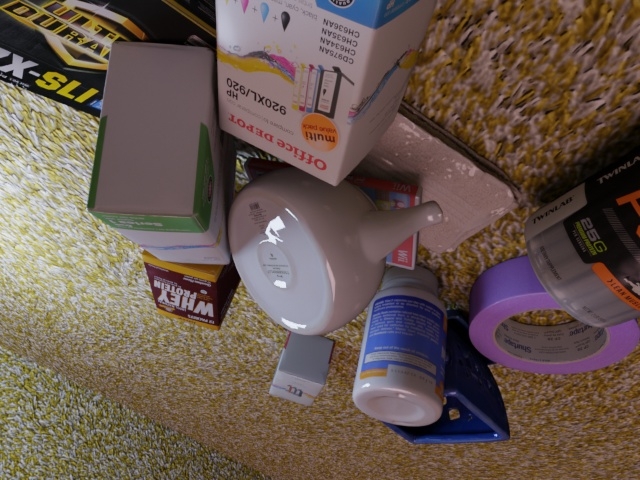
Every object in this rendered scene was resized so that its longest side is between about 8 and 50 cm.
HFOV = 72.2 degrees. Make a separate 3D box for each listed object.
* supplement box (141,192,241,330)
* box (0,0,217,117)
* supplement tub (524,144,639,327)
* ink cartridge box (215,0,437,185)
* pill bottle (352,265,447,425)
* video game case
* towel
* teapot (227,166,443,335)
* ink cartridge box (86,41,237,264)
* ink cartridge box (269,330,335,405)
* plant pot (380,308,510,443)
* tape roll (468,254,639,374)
[{"bbox_3d":[-0.221,0.031,0.836,0.129,0.191,0.194,16,140,2],"label":"supplement box"},{"bbox_3d":[-0.269,-0.249,0.504,0.257,0.079,0.322,-12,165,31],"label":"box"},{"bbox_3d":[0.437,-0.032,0.535,0.194,0.193,0.316,30,138,-14],"label":"supplement tub"},{"bbox_3d":[0.005,-0.216,0.467,0.171,0.168,0.232,29,142,13],"label":"ink cartridge box"},{"bbox_3d":[0.155,0.181,0.812,0.153,0.271,0.152,10,139,9],"label":"pill bottle"},{"bbox_3d":[0.024,-0.042,0.747,0.286,0.025,0.204,13,148,18],"label":"video game case"},{"bbox_3d":[0.148,-0.088,0.684,0.282,0.049,0.187,29,138,-14],"label":"towel"},{"bbox_3d":[0.000,0.000,0.637,0.256,0.187,0.252,40,137,24],"label":"teapot"},{"bbox_3d":[-0.188,-0.090,0.594,0.117,0.201,0.278,2,167,-4],"label":"ink cartridge box"},{"bbox_3d":[-0.052,0.343,1.179,0.128,0.128,0.176,19,141,-2],"label":"ink cartridge box"},{"bbox_3d":[0.247,0.290,0.951,0.236,0.212,0.236,-21,127,37],"label":"plant pot"},{"bbox_3d":[0.423,0.146,0.822,0.275,0.090,0.274,9,139,8],"label":"tape roll"}]
